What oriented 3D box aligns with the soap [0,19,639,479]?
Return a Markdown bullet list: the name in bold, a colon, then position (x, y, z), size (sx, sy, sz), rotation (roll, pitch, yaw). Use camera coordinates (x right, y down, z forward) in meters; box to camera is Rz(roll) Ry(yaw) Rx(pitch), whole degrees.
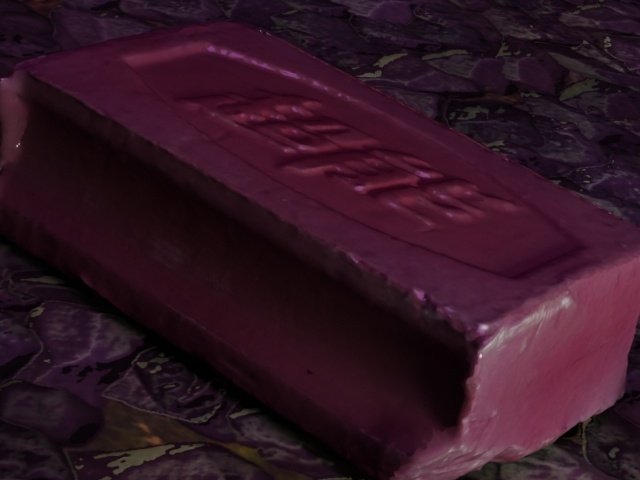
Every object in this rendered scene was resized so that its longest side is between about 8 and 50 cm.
- **soap**: position (0.000, 0.000, 1.188), size (0.359, 0.128, 0.233), rotation (30, 29, 26)
